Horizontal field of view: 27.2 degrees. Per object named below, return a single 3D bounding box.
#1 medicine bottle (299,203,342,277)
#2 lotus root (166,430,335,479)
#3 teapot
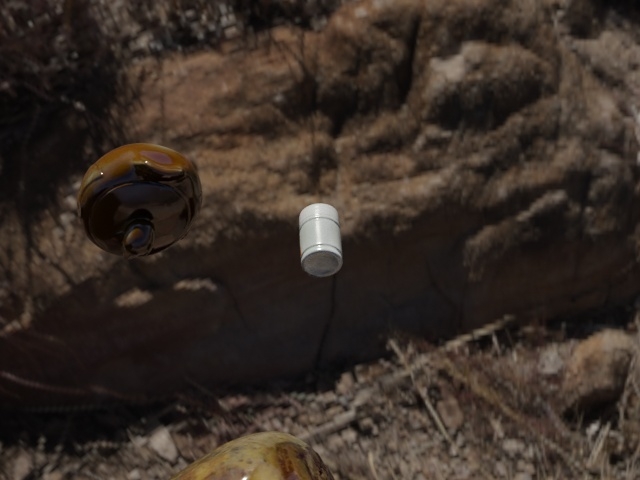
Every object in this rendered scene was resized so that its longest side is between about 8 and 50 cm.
[{"bbox_3d":[0.000,0.000,1.793,0.057,0.057,0.089,-9,48,5],"label":"medicine bottle"},{"bbox_3d":[-0.063,0.341,1.574,0.192,0.272,0.272,-36,60,0],"label":"lotus root"},{"bbox_3d":[-0.144,-0.027,1.062,0.098,0.129,0.078,14,49,-21],"label":"teapot"}]
